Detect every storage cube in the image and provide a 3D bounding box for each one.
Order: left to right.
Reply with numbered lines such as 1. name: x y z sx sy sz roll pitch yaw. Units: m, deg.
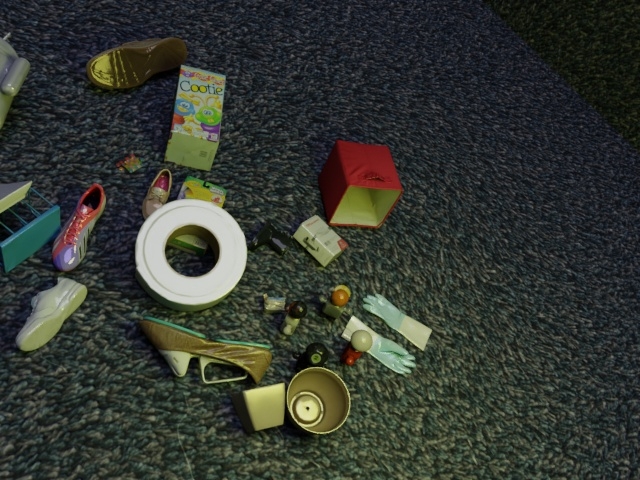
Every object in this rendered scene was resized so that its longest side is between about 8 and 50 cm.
1. storage cube: 0.120 -0.175 1.973 0.184 0.215 0.193 3 52 -21

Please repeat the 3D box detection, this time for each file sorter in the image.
1. file sorter: -0.742 -0.030 1.560 0.104 0.118 0.170 37 52 7

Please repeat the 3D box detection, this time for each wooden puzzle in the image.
1. wooden puzzle: -0.547 -0.222 1.839 0.049 0.006 0.083 43 52 7

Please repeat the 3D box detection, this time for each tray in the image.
1. tray: -0.784 -0.088 1.514 0.145 0.270 0.030 -45 119 -32

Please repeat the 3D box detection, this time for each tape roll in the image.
1. tape roll: -0.339 0.039 1.654 0.286 0.100 0.286 5 73 -16

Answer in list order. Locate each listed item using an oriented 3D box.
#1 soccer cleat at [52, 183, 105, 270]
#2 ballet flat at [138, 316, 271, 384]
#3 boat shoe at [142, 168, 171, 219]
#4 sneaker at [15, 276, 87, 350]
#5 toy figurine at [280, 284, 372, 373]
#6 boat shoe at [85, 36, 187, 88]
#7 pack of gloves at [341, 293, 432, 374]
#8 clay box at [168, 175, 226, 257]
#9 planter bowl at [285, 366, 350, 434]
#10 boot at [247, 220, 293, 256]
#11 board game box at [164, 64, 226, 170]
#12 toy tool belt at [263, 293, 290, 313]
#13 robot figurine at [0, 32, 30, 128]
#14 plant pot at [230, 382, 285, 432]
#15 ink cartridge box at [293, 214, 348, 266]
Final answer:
1. soccer cleat: -0.619 -0.037 1.630 0.083 0.095 0.248 21 53 -10
2. ballet flat: -0.290 0.286 1.569 0.342 0.116 0.124 17 73 -17
3. boat shoe: -0.458 -0.131 1.784 0.063 0.059 0.170 15 54 -14
4. sneaker: -0.655 0.169 1.502 0.094 0.080 0.212 25 44 8
5. toy figurine: 0.011 0.240 1.682 0.213 0.148 0.209 -11 64 -24
6. boat shoe: -0.585 -0.558 1.990 0.110 0.121 0.341 22 37 40
7. pack of gloves: 0.202 0.259 1.825 0.232 0.046 0.195 34 53 0
8. clay box: -0.354 -0.071 1.794 0.127 0.053 0.222 21 53 -10
9. planter bowl: -0.019 0.410 1.587 0.162 0.109 0.162 9 60 -15
10. boot: -0.143 0.009 1.843 0.099 0.045 0.121 39 53 -3
11. board game box: -0.379 -0.372 1.924 0.142 0.144 0.275 11 55 -17
12. toy tool belt: -0.117 0.170 1.741 0.083 0.052 0.051 4 66 -22
13. robot figurine: -0.919 -0.415 1.681 0.300 0.199 0.353 -4 57 8
14. plant pot: -0.145 0.409 1.544 0.109 0.109 0.096 -6 75 -27
15. ink cartridge box: 0.000 0.000 1.884 0.135 0.056 0.099 44 34 9
